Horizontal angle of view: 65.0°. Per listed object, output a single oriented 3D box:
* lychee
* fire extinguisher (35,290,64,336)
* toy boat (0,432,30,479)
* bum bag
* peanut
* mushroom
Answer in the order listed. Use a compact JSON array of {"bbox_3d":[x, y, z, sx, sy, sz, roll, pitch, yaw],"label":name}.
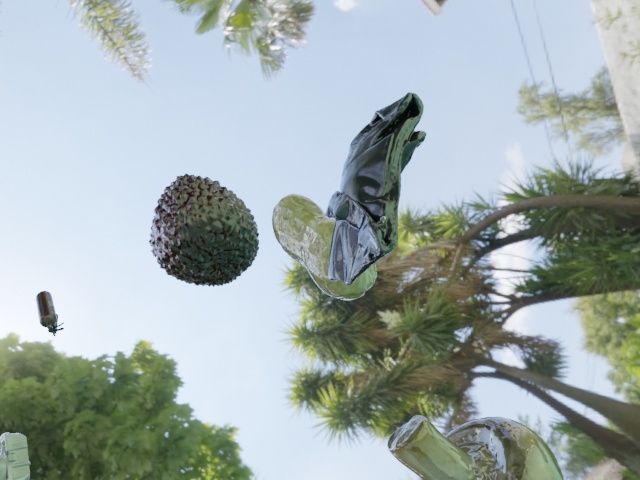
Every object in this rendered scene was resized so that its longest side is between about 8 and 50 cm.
[{"bbox_3d":[-0.272,-0.031,1.155,0.271,0.271,0.271,-3,-85,-46],"label":"lychee"},{"bbox_3d":[-0.428,0.125,0.794,0.032,0.100,0.046,-4,-57,-34],"label":"fire extinguisher"},{"bbox_3d":[-0.714,0.549,1.101,0.141,0.140,0.269,15,-58,-46],"label":"toy boat"},{"bbox_3d":[0.058,-0.065,0.587,0.060,0.123,0.248,35,-129,-22],"label":"bum bag"},{"bbox_3d":[0.000,0.000,0.895,0.124,0.257,0.123,-28,-37,-24],"label":"peanut"},{"bbox_3d":[0.184,0.303,0.630,0.215,0.207,0.207,40,-120,-6],"label":"mushroom"}]
